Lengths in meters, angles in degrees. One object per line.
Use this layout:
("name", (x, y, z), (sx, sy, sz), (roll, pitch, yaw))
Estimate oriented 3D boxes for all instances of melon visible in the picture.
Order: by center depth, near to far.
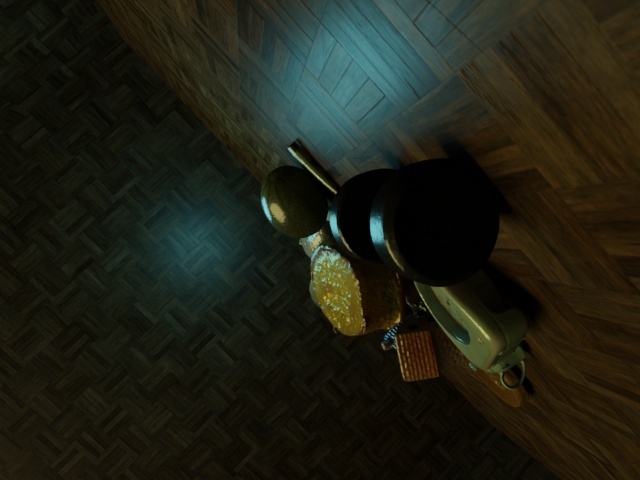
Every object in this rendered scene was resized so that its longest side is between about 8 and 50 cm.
("melon", (-0.101, -0.144, 1.709), (0.237, 0.237, 0.301), (40, 169, 45))

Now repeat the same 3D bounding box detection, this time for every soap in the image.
("soap", (0.267, 0.120, 1.709), (0.259, 0.081, 0.181), (43, 172, 33))

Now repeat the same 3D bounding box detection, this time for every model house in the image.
("model house", (0.339, 0.328, 1.563), (0.237, 0.238, 0.202), (34, 142, 61))

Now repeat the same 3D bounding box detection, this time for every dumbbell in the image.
("dumbbell", (0.154, -0.039, 0.837), (0.203, 0.204, 0.322), (47, 173, -13))

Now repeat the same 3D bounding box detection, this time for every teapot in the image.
("teapot", (0.472, 0.309, 1.259), (0.232, 0.159, 0.159), (45, 174, 12))

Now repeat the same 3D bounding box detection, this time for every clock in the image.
("clock", (0.329, 0.135, 1.070), (0.324, 0.109, 0.265), (55, 174, 28))

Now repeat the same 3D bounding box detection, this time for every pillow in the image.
("pillow", (0.430, 0.162, 1.106), (0.135, 0.034, 0.211), (47, 173, 9))

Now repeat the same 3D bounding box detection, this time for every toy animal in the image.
("toy animal", (-0.001, -0.003, 2.196), (0.226, 0.188, 0.358), (49, 167, 22))

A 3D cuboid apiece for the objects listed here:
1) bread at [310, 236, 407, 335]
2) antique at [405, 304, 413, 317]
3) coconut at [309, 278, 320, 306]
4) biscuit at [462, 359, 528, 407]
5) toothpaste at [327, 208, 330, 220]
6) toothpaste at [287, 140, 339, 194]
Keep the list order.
("bread", (0.129, 0.133, 1.579), (0.398, 0.216, 0.397), (37, 136, 46))
("antique", (0.329, 0.284, 2.144), (0.223, 0.129, 0.278), (50, 172, -34))
("coconut", (0.117, 0.187, 1.977), (0.352, 0.352, 0.352), (45, 174, 6))
("biscuit", (0.604, 0.446, 1.659), (0.365, 0.062, 0.385), (42, 171, 41))
("toothpaste", (0.062, -0.096, 1.822), (0.314, 0.058, 0.055), (-158, 68, -66))
("toothpaste", (-0.014, -0.230, 1.493), (0.239, 0.039, 0.062), (45, 178, -11))
